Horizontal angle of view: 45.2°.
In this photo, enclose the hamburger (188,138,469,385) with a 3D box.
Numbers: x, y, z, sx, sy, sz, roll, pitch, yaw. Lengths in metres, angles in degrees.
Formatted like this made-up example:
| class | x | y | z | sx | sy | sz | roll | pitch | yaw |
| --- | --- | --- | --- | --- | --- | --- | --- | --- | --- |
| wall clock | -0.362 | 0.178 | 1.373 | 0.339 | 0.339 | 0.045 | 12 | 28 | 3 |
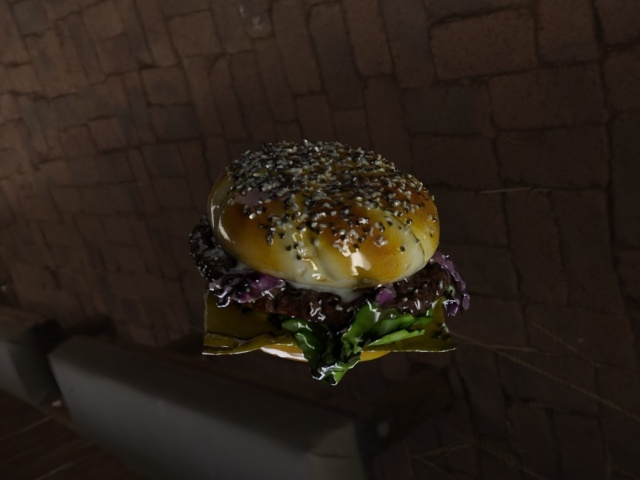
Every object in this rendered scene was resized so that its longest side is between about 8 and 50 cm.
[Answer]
| class | x | y | z | sx | sy | sz | roll | pitch | yaw |
| --- | --- | --- | --- | --- | --- | --- | --- | --- | --- |
| hamburger | 0.003 | 0.002 | 0.450 | 0.189 | 0.164 | 0.093 | -121 | 31 | -53 |
